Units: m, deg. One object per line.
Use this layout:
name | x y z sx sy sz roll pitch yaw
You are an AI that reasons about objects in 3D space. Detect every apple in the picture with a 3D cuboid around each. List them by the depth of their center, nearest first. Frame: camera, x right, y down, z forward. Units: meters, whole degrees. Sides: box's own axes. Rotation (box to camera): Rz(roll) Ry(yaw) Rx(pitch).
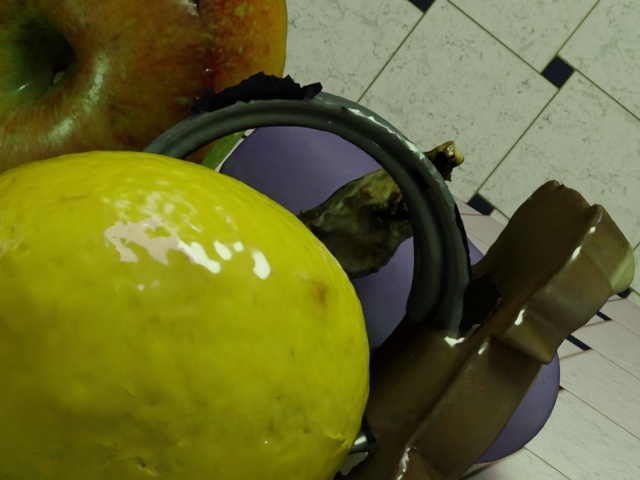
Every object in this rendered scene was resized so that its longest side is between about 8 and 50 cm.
apple | -0.198 -0.186 1.215 0.374 0.383 0.374 -17 90 -71

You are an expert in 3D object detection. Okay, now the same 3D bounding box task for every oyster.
oyster | 0.002 0.001 1.153 0.128 0.345 0.079 11 59 -44

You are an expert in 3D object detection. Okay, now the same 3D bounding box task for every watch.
watch | 0.006 0.019 0.964 0.327 0.335 0.314 39 8 -8

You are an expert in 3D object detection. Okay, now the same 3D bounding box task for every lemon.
lemon | -0.105 0.074 0.726 0.284 0.260 0.260 46 -1 -41

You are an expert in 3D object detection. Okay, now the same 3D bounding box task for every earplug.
earplug | 0.074 0.050 1.298 0.215 0.215 0.456 17 20 -40
